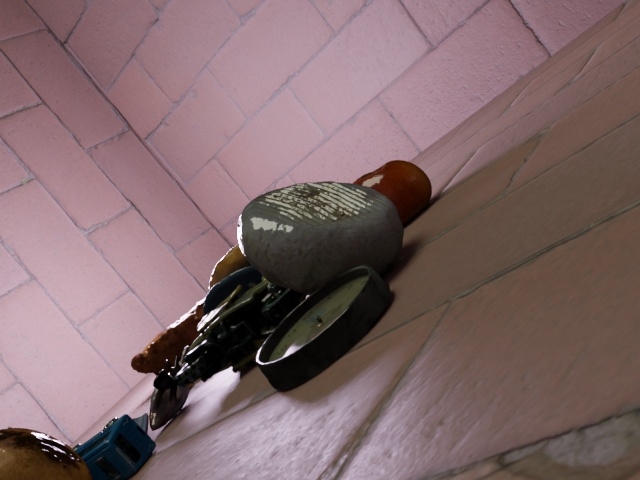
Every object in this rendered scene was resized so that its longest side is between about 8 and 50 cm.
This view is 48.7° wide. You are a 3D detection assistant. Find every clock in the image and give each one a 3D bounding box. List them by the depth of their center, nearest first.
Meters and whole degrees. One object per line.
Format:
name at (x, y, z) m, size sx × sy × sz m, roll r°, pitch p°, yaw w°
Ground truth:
clock at (0.002, 0.150, 1.270) m, size 0.281 × 0.055 × 0.280 m, roll -39°, pitch 10°, yaw 8°

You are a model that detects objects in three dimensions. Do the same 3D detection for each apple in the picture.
apple at (0.182, -0.121, 1.925) m, size 0.235 × 0.173 × 0.210 m, roll -38°, pitch 5°, yaw 5°

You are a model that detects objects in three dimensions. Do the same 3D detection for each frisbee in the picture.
frisbee at (-0.170, 0.141, 1.851) m, size 0.290 × 0.049 × 0.289 m, roll -15°, pitch -37°, yaw -12°

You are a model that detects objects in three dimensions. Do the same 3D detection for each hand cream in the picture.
hand cream at (-0.474, 0.496, 1.860) m, size 0.256 × 0.055 × 0.088 m, roll 150°, pitch 127°, yaw -65°

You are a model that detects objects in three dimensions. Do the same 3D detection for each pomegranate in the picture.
pomegranate at (-0.545, 0.482, 1.216) m, size 0.322 × 0.322 × 0.322 m, roll -39°, pitch 4°, yaw 3°

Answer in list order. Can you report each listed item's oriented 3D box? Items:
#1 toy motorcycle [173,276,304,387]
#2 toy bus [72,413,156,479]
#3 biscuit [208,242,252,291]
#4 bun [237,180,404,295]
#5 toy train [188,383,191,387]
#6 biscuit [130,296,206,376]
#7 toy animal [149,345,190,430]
toy motorcycle at (-0.181, 0.202, 1.701) m, size 0.410 × 0.168 × 0.237 m, roll -38°, pitch 3°, yaw 15°
toy bus at (-0.504, 0.511, 1.607) m, size 0.246 × 0.113 × 0.134 m, roll -36°, pitch 11°, yaw 21°
biscuit at (-0.111, 0.041, 1.947) m, size 0.446 × 0.104 × 0.429 m, roll -36°, pitch -16°, yaw -9°
bun at (0.000, 0.000, 1.520) m, size 0.362 × 0.362 × 0.211 m, roll -47°, pitch -34°, yaw -61°
toy train at (-0.428, 0.448, 2.113) m, size 0.103 × 0.044 × 0.064 m, roll -38°, pitch 15°, yaw 17°
biscuit at (-0.514, 0.373, 2.768) m, size 0.395 × 0.166 × 0.342 m, roll -38°, pitch 6°, yaw 38°
toy animal at (-0.391, 0.392, 1.875) m, size 0.324 × 0.091 × 0.195 m, roll 138°, pitch 155°, yaw -85°
